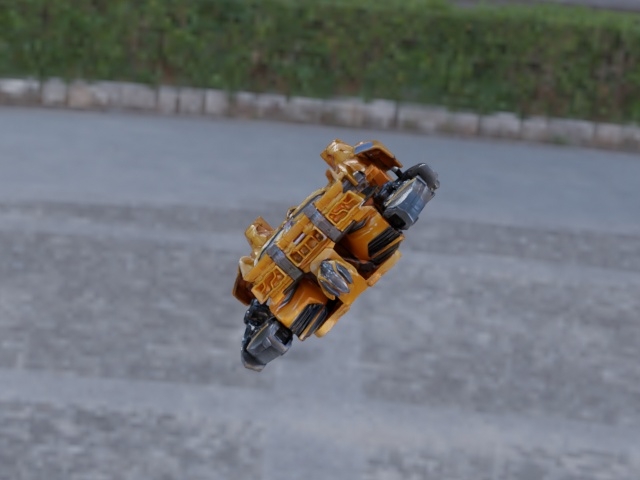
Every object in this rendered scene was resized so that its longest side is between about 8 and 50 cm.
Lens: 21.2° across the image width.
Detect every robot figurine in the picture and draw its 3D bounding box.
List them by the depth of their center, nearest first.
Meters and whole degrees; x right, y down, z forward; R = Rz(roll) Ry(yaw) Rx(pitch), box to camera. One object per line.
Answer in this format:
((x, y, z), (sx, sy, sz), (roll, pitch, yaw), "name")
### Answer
((0.000, 0.000, 1.374), (0.085, 0.211, 0.291), (43, 5, -6), "robot figurine")
